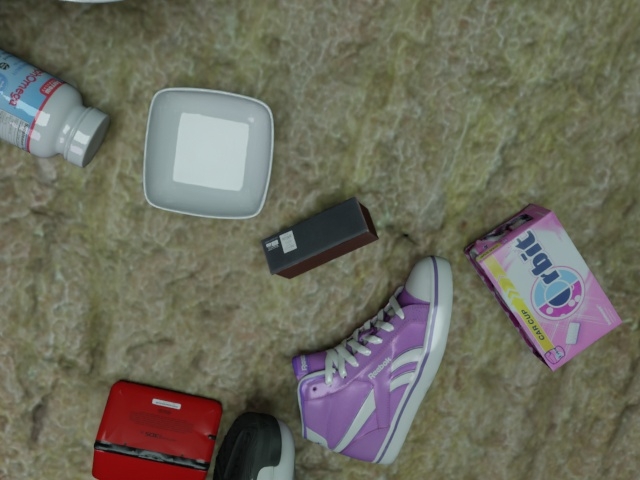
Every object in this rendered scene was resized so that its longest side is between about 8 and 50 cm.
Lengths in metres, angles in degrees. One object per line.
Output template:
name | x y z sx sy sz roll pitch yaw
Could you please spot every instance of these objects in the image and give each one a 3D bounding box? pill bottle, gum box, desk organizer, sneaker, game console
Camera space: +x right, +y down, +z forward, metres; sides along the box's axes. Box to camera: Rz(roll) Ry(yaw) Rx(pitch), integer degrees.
pill bottle | -0.317 -0.144 0.667 0.160 0.087 0.087 26 98 -11
gum box | 0.276 0.054 0.777 0.107 0.062 0.188 -36 103 3
desk organizer | 0.000 0.000 0.746 0.130 0.050 0.047 -25 70 16
sneaker | -0.010 0.413 0.799 0.257 0.169 0.448 1 110 -14
game console | -0.211 0.259 0.802 0.144 0.085 0.124 14 69 -9
sneaker | 0.054 0.137 0.758 0.161 0.102 0.282 18 100 -6

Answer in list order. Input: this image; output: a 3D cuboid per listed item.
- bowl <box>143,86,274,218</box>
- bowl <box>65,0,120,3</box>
bowl | -0.126 -0.101 0.712 0.142 0.053 0.142 7 102 -6
bowl | -0.212 -0.377 0.589 0.311 0.163 0.312 -1 103 -5
